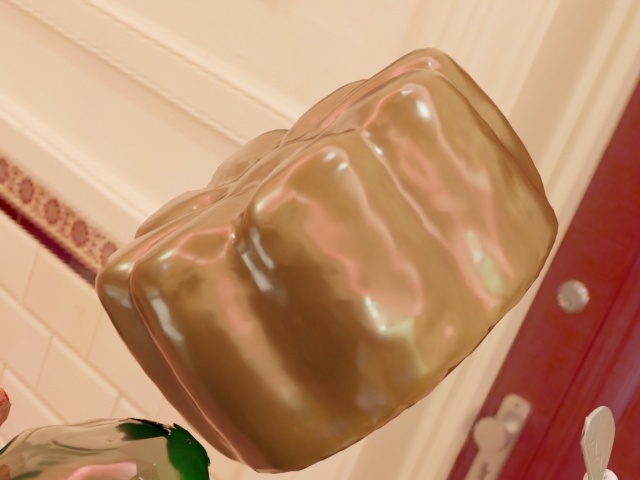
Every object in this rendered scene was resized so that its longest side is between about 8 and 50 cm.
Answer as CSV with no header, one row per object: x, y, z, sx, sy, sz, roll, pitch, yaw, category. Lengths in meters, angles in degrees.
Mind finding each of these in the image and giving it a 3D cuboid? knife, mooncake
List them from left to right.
0.000,0.000,0.842,0.201,0.378,0.378,51,14,-14,mooncake
0.273,0.220,0.968,0.044,0.080,0.331,18,-26,26,knife

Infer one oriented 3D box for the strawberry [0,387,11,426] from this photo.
-0.419,0.188,1.068,0.148,0.131,0.131,16,17,15,strawberry

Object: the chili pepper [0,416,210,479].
-0.119,0.233,0.592,0.233,0.248,0.257,20,-21,-22,chili pepper
